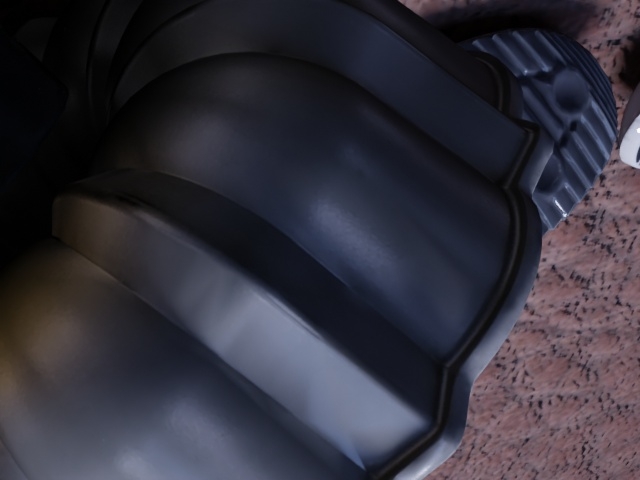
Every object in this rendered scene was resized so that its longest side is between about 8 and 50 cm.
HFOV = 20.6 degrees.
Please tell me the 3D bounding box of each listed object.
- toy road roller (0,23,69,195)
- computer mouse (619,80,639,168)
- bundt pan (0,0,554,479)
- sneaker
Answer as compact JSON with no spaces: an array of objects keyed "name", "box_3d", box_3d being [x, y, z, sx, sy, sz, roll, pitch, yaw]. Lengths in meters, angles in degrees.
[{"name":"toy road roller","box_3d":[-0.244,0.005,0.490,0.329,0.240,0.202,-40,109,14]},{"name":"computer mouse","box_3d":[0.230,-0.087,0.967,0.193,0.042,0.106,-12,145,-36]},{"name":"bundt pan","box_3d":[-0.085,0.017,0.640,0.331,0.331,0.124,-42,117,13]},{"name":"sneaker","box_3d":[0.000,0.000,0.862,0.319,0.112,0.131,-33,-172,-19]}]
